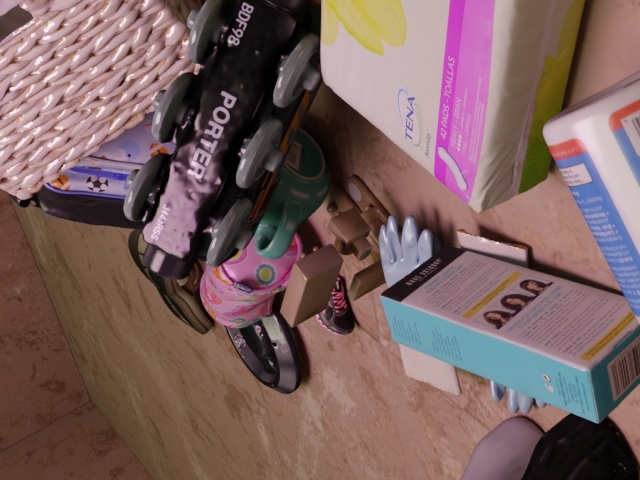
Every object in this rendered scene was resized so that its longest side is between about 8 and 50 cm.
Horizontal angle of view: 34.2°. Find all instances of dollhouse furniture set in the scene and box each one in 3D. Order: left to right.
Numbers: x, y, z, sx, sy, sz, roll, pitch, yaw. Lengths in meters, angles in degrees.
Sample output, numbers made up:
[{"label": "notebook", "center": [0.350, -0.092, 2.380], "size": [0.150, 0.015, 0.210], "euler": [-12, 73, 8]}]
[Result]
[{"label": "dollhouse furniture set", "center": [0.000, 0.000, 1.194], "size": [0.123, 0.151, 0.144], "euler": [52, 154, 20]}]

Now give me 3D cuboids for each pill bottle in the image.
[{"label": "pill bottle", "center": [0.252, -0.007, 0.701], "size": [0.221, 0.124, 0.124], "euler": [63, 157, -3]}]

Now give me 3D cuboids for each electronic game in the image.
[{"label": "electronic game", "center": [-0.100, 0.146, 1.696], "size": [0.229, 0.048, 0.229], "euler": [46, 151, 34]}]

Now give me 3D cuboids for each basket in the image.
[{"label": "basket", "center": [-0.335, -0.284, 1.160], "size": [0.266, 0.328, 0.331], "euler": [41, -159, -53]}]

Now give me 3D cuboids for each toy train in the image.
[{"label": "toy train", "center": [-0.085, -0.118, 1.063], "size": [0.142, 0.190, 0.334], "euler": [27, 108, 7]}]

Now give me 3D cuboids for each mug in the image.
[{"label": "mug", "center": [-0.046, -0.068, 1.232], "size": [0.097, 0.129, 0.158], "euler": [-38, 79, 39]}]

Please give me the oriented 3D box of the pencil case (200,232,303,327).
[{"label": "pencil case", "center": [-0.101, 0.047, 1.458], "size": [0.124, 0.124, 0.284], "euler": [59, 162, 6]}]

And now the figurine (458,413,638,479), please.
[{"label": "figurine", "center": [0.176, 0.263, 1.055], "size": [0.092, 0.209, 0.215], "euler": [61, 157, 1]}]

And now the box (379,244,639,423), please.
[{"label": "box", "center": [0.176, 0.077, 0.945], "size": [0.244, 0.100, 0.060], "euler": [18, 134, 48]}]

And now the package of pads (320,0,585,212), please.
[{"label": "package of pads", "center": [0.095, -0.196, 0.837], "size": [0.229, 0.101, 0.296], "euler": [45, 152, 32]}]

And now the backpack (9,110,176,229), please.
[{"label": "backpack", "center": [-0.243, -0.159, 1.366], "size": [0.213, 0.276, 0.263], "euler": [131, 145, -58]}]

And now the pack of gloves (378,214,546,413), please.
[{"label": "pack of gloves", "center": [0.159, 0.072, 1.111], "size": [0.195, 0.046, 0.232], "euler": [16, 132, 40]}]

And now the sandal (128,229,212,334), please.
[{"label": "sandal", "center": [-0.263, 0.061, 1.903], "size": [0.120, 0.086, 0.303], "euler": [37, 162, 33]}]

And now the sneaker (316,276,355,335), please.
[{"label": "sneaker", "center": [0.014, 0.072, 1.390], "size": [0.119, 0.047, 0.057], "euler": [60, 146, -1]}]
